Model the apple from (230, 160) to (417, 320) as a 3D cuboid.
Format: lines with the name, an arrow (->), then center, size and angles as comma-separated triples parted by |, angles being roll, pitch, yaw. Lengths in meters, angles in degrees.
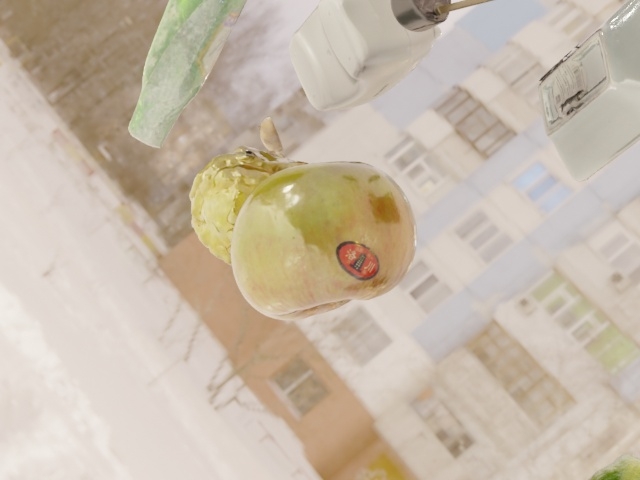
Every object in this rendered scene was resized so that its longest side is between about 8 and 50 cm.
apple -> 0.000, 0.000, 1.553 | 0.261, 0.261, 0.194 | 88, -9, -81

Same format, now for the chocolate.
chocolate -> -0.190, -0.267, 1.608 | 0.110, 0.291, 0.110 | 24, 18, -9

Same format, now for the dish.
dish -> 0.361, -0.204, 1.514 | 0.243, 0.080, 0.182 | 133, -46, -61

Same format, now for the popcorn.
popcorn -> -0.094, -0.067, 1.853 | 0.266, 0.233, 0.192 | -103, -165, -53

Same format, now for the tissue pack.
tissue pack -> 0.098, -0.430, 2.482 | 0.229, 0.236, 0.333 | 65, -24, 4

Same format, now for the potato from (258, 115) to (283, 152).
potato -> -0.105, -0.214, 2.445 | 0.036, 0.037, 0.093 | 56, -11, 51

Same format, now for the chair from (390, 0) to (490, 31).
chair -> 0.193, -0.349, 1.473 | 0.221, 0.095, 0.104 | -19, -47, 42

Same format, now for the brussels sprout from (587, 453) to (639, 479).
brussels sprout -> 0.462, 0.408, 1.748 | 0.144, 0.161, 0.180 | 19, -4, 16
